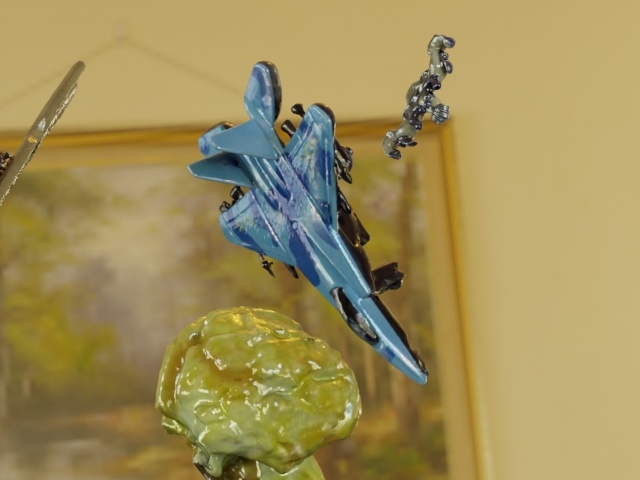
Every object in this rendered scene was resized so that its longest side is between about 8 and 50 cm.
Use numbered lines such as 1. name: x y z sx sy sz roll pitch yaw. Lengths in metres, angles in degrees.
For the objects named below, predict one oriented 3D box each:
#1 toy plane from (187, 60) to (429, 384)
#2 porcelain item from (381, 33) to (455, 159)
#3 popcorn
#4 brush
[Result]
1. toy plane: 0.005 -0.003 1.386 0.078 0.246 0.169 -38 -7 -41
2. porcelain item: 0.108 -0.135 1.947 0.021 0.136 0.075 17 15 -31
3. popcorn: -0.054 0.163 1.821 0.198 0.212 0.198 -10 17 3
4. brush: -0.278 -0.084 1.794 0.036 0.248 0.043 34 -42 -9
